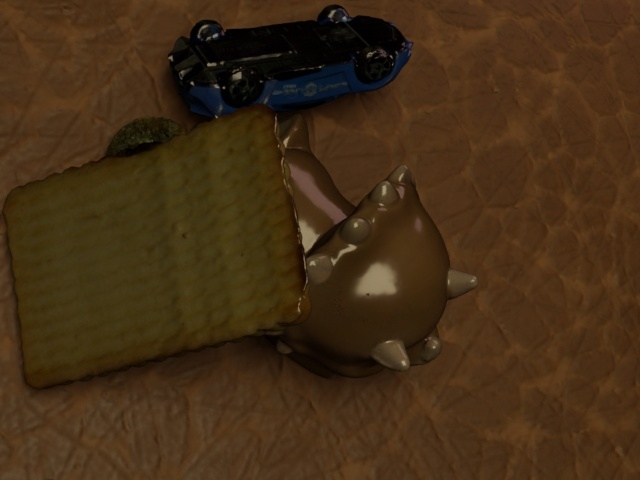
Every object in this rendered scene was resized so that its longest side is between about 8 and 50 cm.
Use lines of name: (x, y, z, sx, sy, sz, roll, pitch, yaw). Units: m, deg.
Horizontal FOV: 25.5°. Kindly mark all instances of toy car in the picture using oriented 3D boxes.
toy car: (-0.024, -0.150, 1.221, 0.216, 0.063, 0.103, -10, 36, -21)

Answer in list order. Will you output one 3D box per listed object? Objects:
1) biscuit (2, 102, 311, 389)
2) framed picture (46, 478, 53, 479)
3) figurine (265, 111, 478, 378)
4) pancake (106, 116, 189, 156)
biscuit: (-0.128, 0.008, 1.093, 0.254, 0.029, 0.172, -16, 74, 21)
framed picture: (-0.239, 0.301, 1.067, 0.150, 0.015, 0.203, -17, 81, -21)
figurine: (0.006, 0.001, 1.139, 0.177, 0.173, 0.247, -26, 85, -21)
pancake: (-0.141, -0.051, 1.157, 0.017, 0.108, 0.108, 14, 68, -50)
